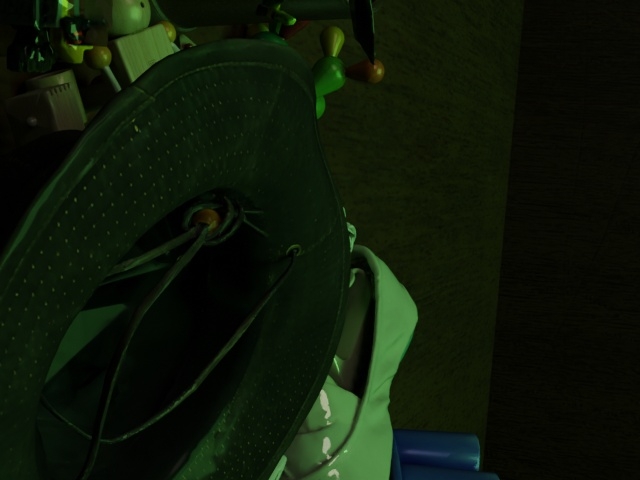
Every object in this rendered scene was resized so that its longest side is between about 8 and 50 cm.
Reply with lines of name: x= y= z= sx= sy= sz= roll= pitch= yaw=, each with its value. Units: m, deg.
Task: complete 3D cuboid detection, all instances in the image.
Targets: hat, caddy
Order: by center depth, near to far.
hat: x=-0.115 y=0.046 z=0.574 sx=0.331 sy=0.134 sz=0.331 roll=-46 pitch=147 yaw=-42
caddy: x=0.111 y=0.388 z=1.403 sx=0.241 sy=0.179 sz=0.341 roll=-113 pitch=-156 yaw=-74

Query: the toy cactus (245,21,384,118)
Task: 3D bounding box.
toy cactus: x=-0.035 y=-0.090 z=0.910 sx=0.180 sy=0.112 sz=0.219 roll=-24 pitch=127 yaw=-60

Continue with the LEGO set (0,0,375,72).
LEGO set: x=-0.071 y=-0.231 z=0.454 sx=0.192 sy=0.255 sz=0.331 roll=-11 pitch=100 yaw=-56

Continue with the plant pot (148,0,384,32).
plant pot: x=-0.044 y=-0.203 z=0.701 sx=0.167 sy=0.165 sz=0.167 roll=5 pitch=90 yaw=-73

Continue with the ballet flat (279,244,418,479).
ballet flat: x=0.002 y=0.141 z=1.075 sx=0.400 sy=0.139 sz=0.139 roll=-68 pitch=157 yaw=-54

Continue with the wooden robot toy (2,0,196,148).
wooden robot toy: x=-0.122 y=-0.108 z=0.645 sx=0.173 sy=0.076 sz=0.079 roll=-35 pitch=115 yaw=-51

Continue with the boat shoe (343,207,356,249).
boat shoe: x=0.000 y=0.000 z=1.086 sx=0.184 sy=0.063 sz=0.066 roll=-33 pitch=126 yaw=-69

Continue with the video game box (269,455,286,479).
video game box: x=-0.100 y=0.258 z=0.754 sx=0.187 sy=0.048 sz=0.205 roll=-59 pitch=173 yaw=-59
